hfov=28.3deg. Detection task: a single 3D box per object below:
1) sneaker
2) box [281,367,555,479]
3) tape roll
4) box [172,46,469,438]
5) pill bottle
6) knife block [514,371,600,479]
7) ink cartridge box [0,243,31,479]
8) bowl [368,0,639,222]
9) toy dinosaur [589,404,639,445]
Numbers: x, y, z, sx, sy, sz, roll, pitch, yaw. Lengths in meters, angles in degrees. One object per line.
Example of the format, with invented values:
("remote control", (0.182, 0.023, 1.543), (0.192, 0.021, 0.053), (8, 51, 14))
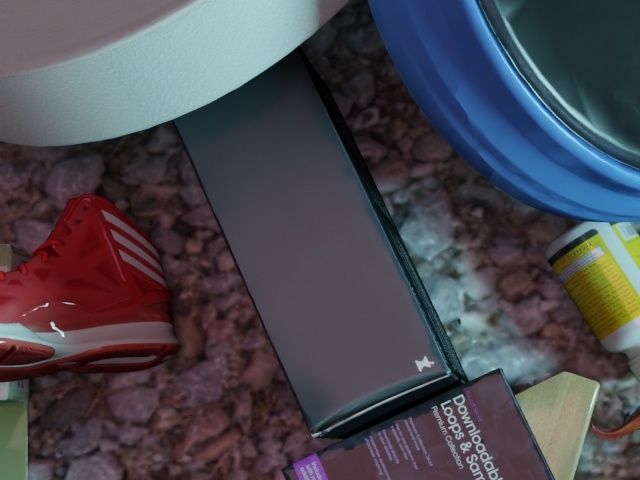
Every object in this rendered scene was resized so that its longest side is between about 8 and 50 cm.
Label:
("sneaker", (-0.216, 0.032, 0.933), (0.221, 0.087, 0.128), (5, 64, -34))
("box", (0.071, 0.168, 0.830), (0.162, 0.029, 0.116), (-26, 77, 3))
("tape roll", (-0.121, -0.228, 0.894), (0.392, 0.072, 0.392), (-15, 45, 16))
("box", (0.000, 0.000, 0.881), (0.103, 0.184, 0.261), (-25, 77, 3))
("pill bottle", (0.215, 0.039, 0.901), (0.065, 0.065, 0.116), (-31, 76, 3))
("knife block", (0.114, 0.251, 0.870), (0.276, 0.088, 0.242), (-28, 78, 3))
("ink cartridge box", (-0.311, 0.125, 0.976), (0.171, 0.056, 0.235), (-3, 78, 8))
("bowl", (0.199, -0.207, 0.822), (0.391, 0.077, 0.391), (3, 83, -31))
("toy dinosaur", (0.249, 0.121, 0.880), (0.082, 0.090, 0.047), (-49, 58, 43))
